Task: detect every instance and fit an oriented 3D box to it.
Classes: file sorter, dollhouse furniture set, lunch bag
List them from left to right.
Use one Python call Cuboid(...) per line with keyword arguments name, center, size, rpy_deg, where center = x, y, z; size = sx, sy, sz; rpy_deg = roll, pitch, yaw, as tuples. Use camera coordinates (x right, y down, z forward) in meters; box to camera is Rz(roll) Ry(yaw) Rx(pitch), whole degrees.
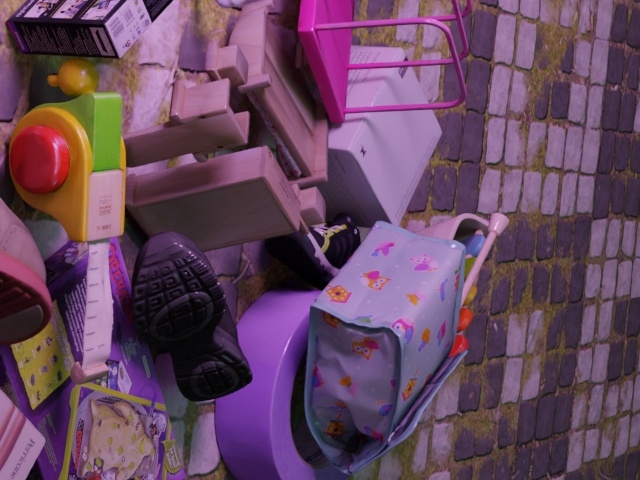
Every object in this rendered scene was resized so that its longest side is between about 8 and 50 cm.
Cuboid(name="dollhouse furniture set", center=(-0.123, -0.170, 1.835), size=(0.303, 0.174, 0.355), rpy_deg=(60, 24, -46))
Cuboid(name="lunch bag", center=(0.085, 0.147, 1.977), size=(0.223, 0.160, 0.262), rpy_deg=(-48, 147, -49))
Cuboid(name="file sorter", center=(0.091, -0.324, 1.919), size=(0.202, 0.182, 0.290), rpy_deg=(66, 25, -59))

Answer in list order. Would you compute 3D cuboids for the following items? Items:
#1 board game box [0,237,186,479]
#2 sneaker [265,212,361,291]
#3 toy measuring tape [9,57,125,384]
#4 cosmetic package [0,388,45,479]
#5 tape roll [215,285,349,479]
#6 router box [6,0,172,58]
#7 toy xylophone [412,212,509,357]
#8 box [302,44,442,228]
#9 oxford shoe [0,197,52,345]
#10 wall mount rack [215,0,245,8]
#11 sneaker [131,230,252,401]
Cuboid(name="board game box", center=(-0.259, 0.184, 1.700), size=(0.208, 0.056, 0.347), rpy_deg=(-41, 130, -42))
Cuboid(name="sneaker", center=(0.000, 0.000, 2.042), size=(0.097, 0.084, 0.234), rpy_deg=(-66, 156, -10))
Cuboid(name="toy measuring tape", center=(-0.263, -0.023, 1.584), size=(0.121, 0.121, 0.330), rpy_deg=(-12, 107, -57))
Cuboid(name="cosmetic package", center=(-0.395, 0.152, 1.390), size=(0.153, 0.129, 0.296), rpy_deg=(-65, 145, -28))
Cuboid(name="tape roll", center=(-0.025, 0.201, 2.039), size=(0.275, 0.090, 0.275), rpy_deg=(-18, 111, -55))
Cuboid(name="router box", center=(-0.216, -0.257, 1.586), size=(0.179, 0.133, 0.046), rpy_deg=(-55, 138, -37))
Cuboid(name="toy xylophone", center=(0.169, 0.080, 2.214), size=(0.081, 0.236, 0.322), rpy_deg=(42, 60, -23))
Cuboid(name="box", center=(0.056, -0.138, 2.067), size=(0.181, 0.119, 0.182), rpy_deg=(-63, 144, -27))
Cuboid(name="oxford shoe", center=(-0.384, -0.036, 1.420), size=(0.348, 0.123, 0.130), rpy_deg=(49, 20, -43))
Cuboid(name="wall mount rack", center=(-0.062, -0.425, 1.699), size=(0.304, 0.130, 0.350), rpy_deg=(-42, 144, 6))
Cuboid(name="sneaker", center=(-0.158, 0.070, 1.764), size=(0.286, 0.109, 0.130), rpy_deg=(78, -5, -54))
